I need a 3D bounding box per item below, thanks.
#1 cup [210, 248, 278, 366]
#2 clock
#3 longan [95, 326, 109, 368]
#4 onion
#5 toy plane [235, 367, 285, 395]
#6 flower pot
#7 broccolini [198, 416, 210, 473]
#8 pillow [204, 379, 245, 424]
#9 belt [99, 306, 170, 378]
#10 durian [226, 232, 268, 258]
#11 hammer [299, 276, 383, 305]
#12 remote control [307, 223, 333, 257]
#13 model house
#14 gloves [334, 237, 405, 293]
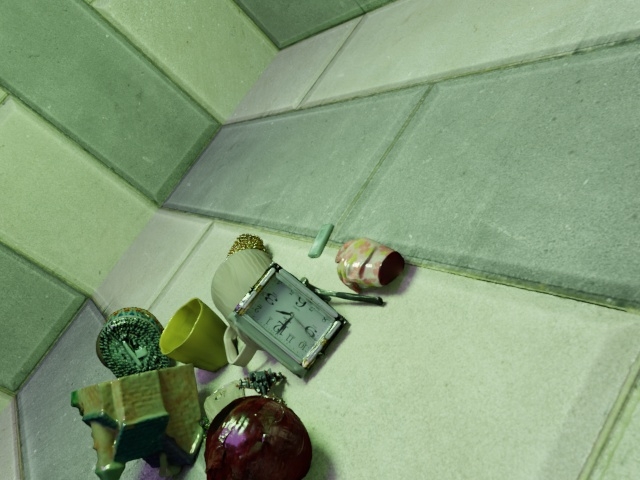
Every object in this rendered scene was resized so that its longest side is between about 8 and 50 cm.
[{"bbox_3d":[-0.204,0.187,1.554,0.288,0.208,0.273,-42,29,-8],"label":"cup"},{"bbox_3d":[-0.079,0.198,1.369,0.186,0.253,0.083,-50,-3,-3],"label":"clock"},{"bbox_3d":[-0.736,0.381,2.072,0.246,0.215,0.246,-23,18,8],"label":"longan"},{"bbox_3d":[-0.142,0.432,1.158,0.281,0.221,0.281,-45,24,27],"label":"onion"},{"bbox_3d":[-0.146,0.355,1.359,0.189,0.130,0.061,143,119,-79],"label":"toy plane"},{"bbox_3d":[-0.362,0.300,1.676,0.195,0.179,0.195,-34,33,26],"label":"flower pot"},{"bbox_3d":[-0.287,0.527,1.428,0.052,0.054,0.194,-20,22,-8],"label":"broccolini"},{"bbox_3d":[-0.245,0.459,1.458,0.130,0.038,0.233,-35,28,-4],"label":"pillow"},{"bbox_3d":[-0.629,0.372,1.893,0.206,0.295,0.160,-35,19,-9],"label":"belt"},{"bbox_3d":[-0.253,0.050,1.887,0.168,0.137,0.158,-46,6,-13],"label":"durian"},{"bbox_3d":[0.060,0.143,1.394,0.246,0.103,0.029,5,58,41],"label":"hammer"},{"bbox_3d":[0.000,0.000,1.703,0.053,0.018,0.125,-9,48,49],"label":"remote control"},{"bbox_3d":[-0.485,0.508,1.484,0.245,0.312,0.280,-22,75,35],"label":"model house"},{"bbox_3d":[0.102,0.053,1.392,0.241,0.126,0.145,11,69,50],"label":"gloves"}]
